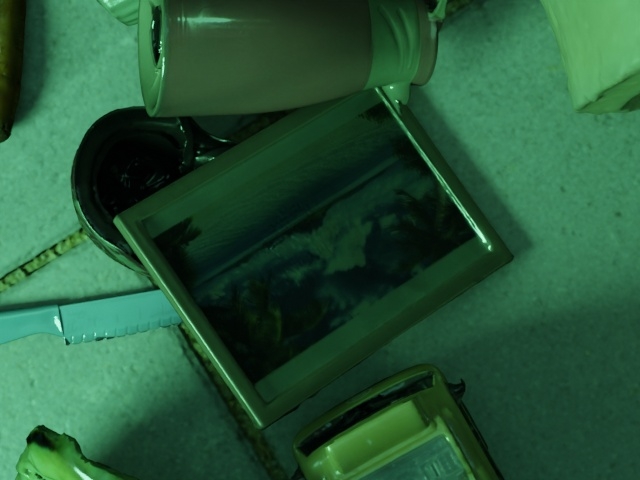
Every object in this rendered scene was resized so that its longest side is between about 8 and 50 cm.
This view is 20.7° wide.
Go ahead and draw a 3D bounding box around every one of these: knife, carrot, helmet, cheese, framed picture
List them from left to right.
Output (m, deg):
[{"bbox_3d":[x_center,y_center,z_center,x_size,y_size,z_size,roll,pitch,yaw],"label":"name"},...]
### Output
[{"bbox_3d":[-0.309,-0.169,1.668,0.055,0.055,0.161,8,78,2],"label":"carrot"},{"bbox_3d":[-0.237,0.078,1.661,0.313,0.019,0.044,-9,93,0],"label":"knife"},{"bbox_3d":[-0.152,-0.036,1.615,0.177,0.107,0.153,26,67,-11],"label":"helmet"},{"bbox_3d":[0.000,0.000,1.590,0.315,0.024,0.232,-33,85,-29],"label":"framed picture"},{"bbox_3d":[0.356,-0.222,1.532,0.292,0.332,0.153,-12,85,-26],"label":"cheese"}]

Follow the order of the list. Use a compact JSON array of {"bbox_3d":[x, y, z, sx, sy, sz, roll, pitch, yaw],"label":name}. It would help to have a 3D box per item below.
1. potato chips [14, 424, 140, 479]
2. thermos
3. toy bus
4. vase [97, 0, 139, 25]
[{"bbox_3d":[-0.143,0.346,1.542,0.389,0.097,0.373,29,122,12],"label":"potato chips"},{"bbox_3d":[-0.025,-0.198,1.579,0.265,0.146,0.176,-3,102,-14],"label":"thermos"},{"bbox_3d":[0.122,0.294,1.540,0.177,0.202,0.365,-30,85,0],"label":"toy bus"},{"bbox_3d":[-0.103,-0.292,1.638,0.248,0.128,0.128,-33,85,7],"label":"vase"}]
